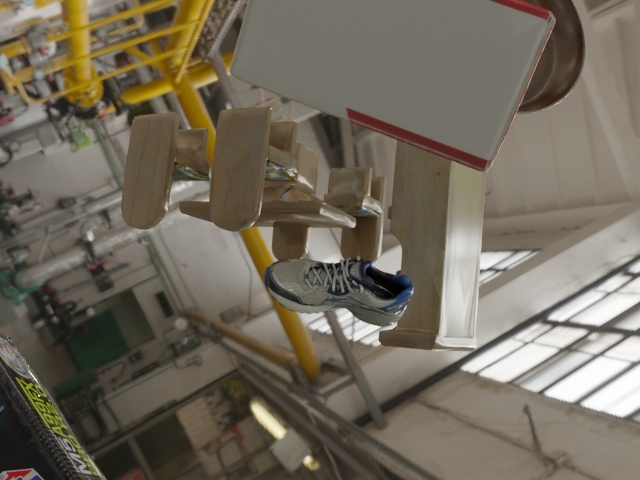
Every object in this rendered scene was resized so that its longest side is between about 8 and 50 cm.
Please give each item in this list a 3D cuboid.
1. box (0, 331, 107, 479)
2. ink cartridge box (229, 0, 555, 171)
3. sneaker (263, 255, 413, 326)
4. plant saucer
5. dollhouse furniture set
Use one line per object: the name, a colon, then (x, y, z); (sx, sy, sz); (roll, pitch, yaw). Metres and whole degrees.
box: (-0.275, 0.221, 0.457); (0.216, 0.270, 0.060); (47, -10, 20)
ink cartridge box: (0.069, -0.164, 0.584); (0.273, 0.196, 0.114); (-52, 162, -69)
sneaker: (0.019, 0.034, 0.605); (0.058, 0.135, 0.052); (125, -30, -52)
plant saucer: (0.251, -0.320, 1.048); (0.311, 0.310, 0.050); (61, -25, 8)
dollhouse furniture set: (0.000, 0.000, 0.924); (0.362, 0.394, 0.257); (19, 75, -61)
